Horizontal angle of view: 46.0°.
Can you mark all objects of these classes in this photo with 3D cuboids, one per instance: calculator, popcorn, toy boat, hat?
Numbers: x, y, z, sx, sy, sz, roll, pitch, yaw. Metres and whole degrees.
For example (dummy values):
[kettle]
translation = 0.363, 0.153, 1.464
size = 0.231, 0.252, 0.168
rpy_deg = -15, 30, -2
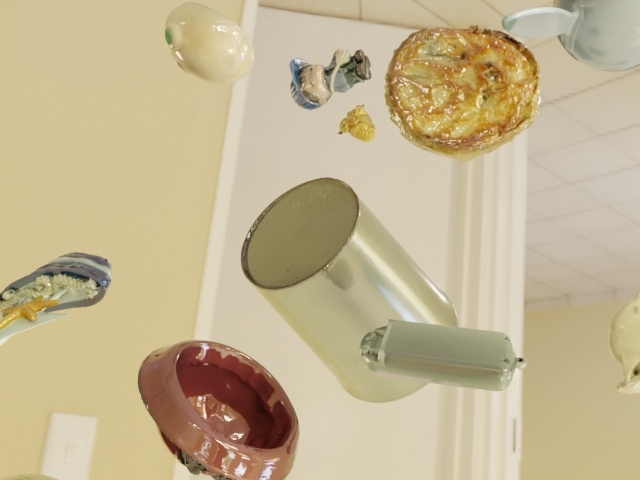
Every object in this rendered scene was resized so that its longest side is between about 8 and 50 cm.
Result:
[calculator]
translation = 0.181, 0.168, 1.121
size = 0.246, 0.045, 0.141
rpy_deg = 5, -161, 12
[popcorn]
translation = 0.073, -0.238, 1.585
size = 0.084, 0.084, 0.084
rpy_deg = 6, 162, 2
[toy boat]
translation = -0.410, 0.120, 1.006
size = 0.220, 0.291, 0.067
rpy_deg = -9, 119, 31
[hat]
translation = -0.114, 0.192, 0.807
size = 0.205, 0.205, 0.089
rpy_deg = 22, 113, -39

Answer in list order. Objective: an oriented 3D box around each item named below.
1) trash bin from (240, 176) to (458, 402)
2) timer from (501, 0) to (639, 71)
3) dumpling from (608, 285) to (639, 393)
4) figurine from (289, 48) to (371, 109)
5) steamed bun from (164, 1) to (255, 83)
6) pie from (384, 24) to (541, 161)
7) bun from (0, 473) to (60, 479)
[trash bin]
translation = 0.070, 0.111, 1.421
size = 0.280, 0.280, 0.432
rpy_deg = -7, 139, 36
[timer]
translation = 0.326, -0.301, 0.913
size = 0.255, 0.175, 0.175
rpy_deg = 14, 161, -25
[dumpling]
translation = 0.533, 0.162, 1.238
size = 0.099, 0.169, 0.134
rpy_deg = -18, 156, 34
[figurine]
translation = 0.016, -0.253, 1.176
size = 0.136, 0.077, 0.079
rpy_deg = -10, 162, 19
[steamed bun]
translation = -0.264, -0.439, 1.715
size = 0.228, 0.131, 0.177
rpy_deg = 33, 162, 15
[pie]
translation = 0.270, -0.292, 1.461
size = 0.315, 0.315, 0.092
rpy_deg = 6, 160, 1
[bun]
translation = -0.327, 0.367, 0.847
size = 0.222, 0.222, 0.127
rpy_deg = 16, 134, -28
